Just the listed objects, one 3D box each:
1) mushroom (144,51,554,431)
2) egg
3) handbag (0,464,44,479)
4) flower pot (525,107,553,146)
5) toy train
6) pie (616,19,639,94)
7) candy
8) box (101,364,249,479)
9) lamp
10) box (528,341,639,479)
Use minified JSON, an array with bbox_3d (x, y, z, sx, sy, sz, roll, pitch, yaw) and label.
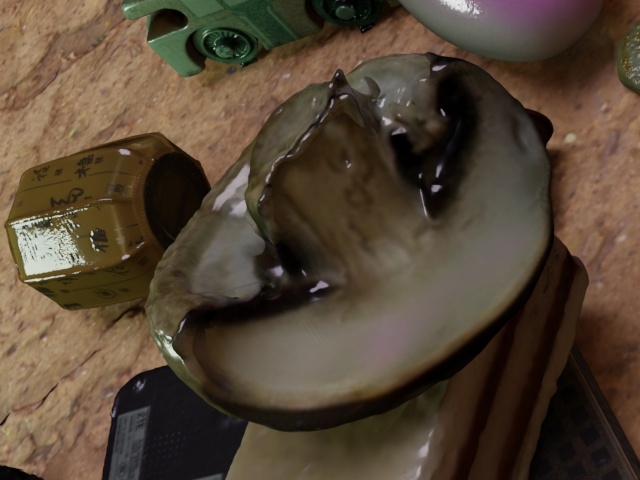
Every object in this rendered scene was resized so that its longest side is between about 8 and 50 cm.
[{"bbox_3d":[0.019,-0.003,1.040,0.267,0.189,0.164,-55,20,4],"label":"mushroom"},{"bbox_3d":[0.148,-0.261,1.368,0.196,0.196,0.271,-43,58,7],"label":"egg"},{"bbox_3d":[-0.348,0.277,1.426,0.215,0.155,0.169,2,83,42],"label":"handbag"},{"bbox_3d":[0.140,-0.046,1.291,0.111,0.111,0.089,-19,66,30],"label":"flower pot"},{"bbox_3d":[-0.045,-0.274,1.564,0.326,0.159,0.129,-14,55,32],"label":"toy train"},{"bbox_3d":[0.279,-0.152,1.299,0.085,0.017,0.085,-21,50,27],"label":"pie"},{"bbox_3d":[0.055,0.128,1.132,0.179,0.135,0.321,3,62,40],"label":"candy"},{"bbox_3d":[-0.098,0.253,1.301,0.211,0.058,0.350,-19,49,31],"label":"box"},{"bbox_3d":[-0.199,-0.017,1.512,0.185,0.161,0.161,-12,54,34],"label":"lamp"},{"bbox_3d":[0.139,0.177,1.157,0.180,0.047,0.325,-36,44,14],"label":"box"}]
